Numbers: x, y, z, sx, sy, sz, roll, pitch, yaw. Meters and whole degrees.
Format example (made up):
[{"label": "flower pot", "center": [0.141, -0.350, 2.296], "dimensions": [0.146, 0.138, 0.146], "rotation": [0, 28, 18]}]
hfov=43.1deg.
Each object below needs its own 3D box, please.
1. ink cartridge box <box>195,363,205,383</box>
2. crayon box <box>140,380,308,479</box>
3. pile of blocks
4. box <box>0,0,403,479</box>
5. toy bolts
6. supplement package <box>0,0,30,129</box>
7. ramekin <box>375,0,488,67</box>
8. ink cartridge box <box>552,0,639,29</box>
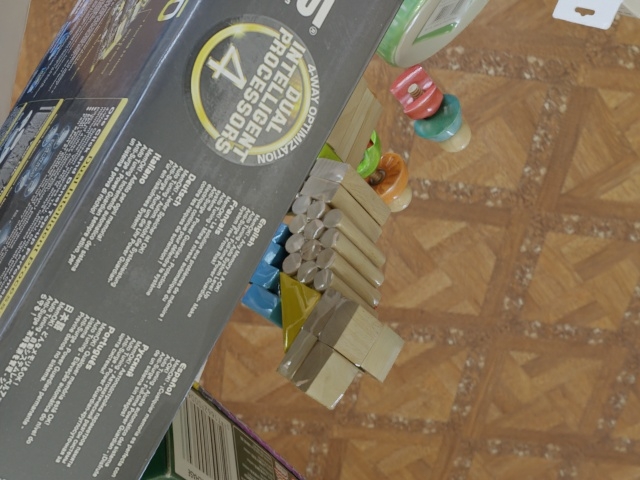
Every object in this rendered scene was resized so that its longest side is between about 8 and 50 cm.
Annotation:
[{"label": "ink cartridge box", "center": [-0.291, 0.119, 1.538], "dimensions": [0.199, 0.272, 0.114], "rotation": [8, 148, 14]}, {"label": "crayon box", "center": [-0.187, 0.268, 0.727], "dimensions": [0.313, 0.106, 0.363], "rotation": [-21, 140, 10]}, {"label": "pile of blocks", "center": [0.000, 0.000, 0.777], "dimensions": [0.149, 0.362, 0.112], "rotation": [-18, 142, 26]}, {"label": "box", "center": [-0.137, -0.025, 0.469], "dimensions": [0.097, 0.318, 0.394], "rotation": [32, 80, -27]}, {"label": "toy bolts", "center": [0.135, -0.178, 1.365], "dimensions": [0.229, 0.218, 0.158], "rotation": [-35, 129, 19]}, {"label": "supplement package", "center": [-0.433, -0.179, 0.777], "dimensions": [0.178, 0.293, 0.175], "rotation": [18, 108, -2]}, {"label": "ramekin", "center": [0.171, -0.430, 1.338], "dimensions": [0.148, 0.303, 0.303], "rotation": [49, 115, 12]}, {"label": "ink cartridge box", "center": [0.407, -0.370, 1.104], "dimensions": [0.060, 0.104, 0.180], "rotation": [15, 103, -40]}]
